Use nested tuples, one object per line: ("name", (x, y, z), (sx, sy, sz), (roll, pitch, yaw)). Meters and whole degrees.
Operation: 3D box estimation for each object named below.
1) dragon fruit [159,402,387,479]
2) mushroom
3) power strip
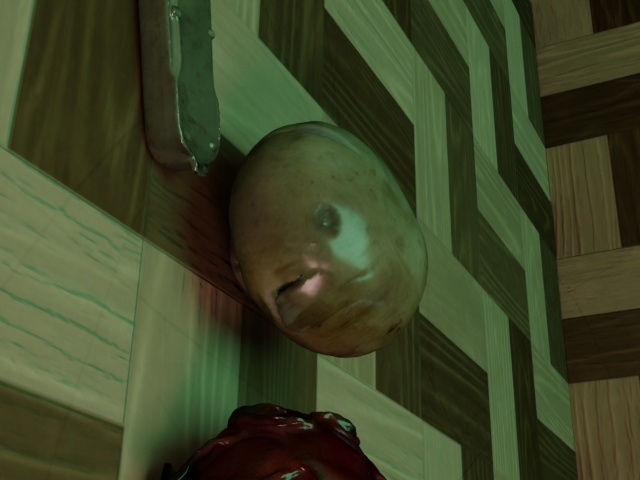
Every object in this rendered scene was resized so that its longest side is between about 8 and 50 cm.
("dragon fruit", (-0.040, 0.247, 0.763), (0.274, 0.193, 0.192), (-71, 168, -47))
("mushroom", (0.000, 0.000, 0.938), (0.255, 0.184, 0.254), (29, 56, -57))
("power strip", (-0.134, -0.195, 0.897), (0.080, 0.048, 0.285), (17, 65, -60))
